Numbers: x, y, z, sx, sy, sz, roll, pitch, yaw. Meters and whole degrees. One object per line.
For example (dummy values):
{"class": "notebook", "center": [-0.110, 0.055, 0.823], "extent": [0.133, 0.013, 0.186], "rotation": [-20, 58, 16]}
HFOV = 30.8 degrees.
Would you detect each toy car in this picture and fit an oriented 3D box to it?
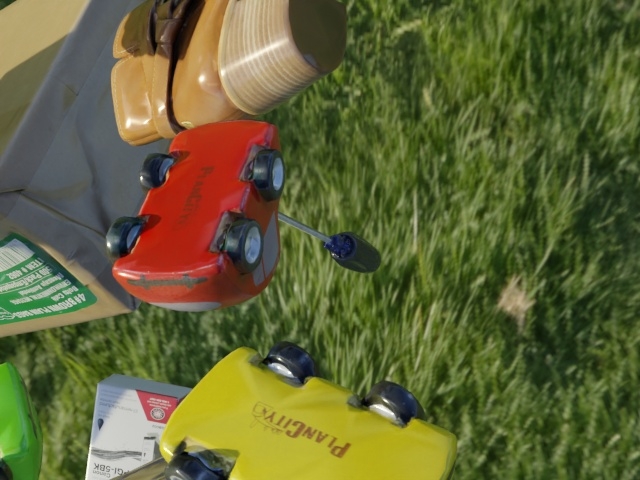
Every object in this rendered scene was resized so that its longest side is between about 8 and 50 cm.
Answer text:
{"class": "toy car", "center": [-0.085, 0.064, 0.426], "extent": [0.225, 0.053, 0.239], "rotation": [-23, 40, -6]}

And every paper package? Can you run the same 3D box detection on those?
{"class": "paper package", "center": [-0.261, -0.076, 1.068], "extent": [0.168, 0.324, 0.310], "rotation": [40, 55, -32]}

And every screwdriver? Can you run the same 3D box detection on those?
{"class": "screwdriver", "center": [0.000, 0.000, 0.718], "extent": [0.024, 0.170, 0.025], "rotation": [-22, 74, 19]}

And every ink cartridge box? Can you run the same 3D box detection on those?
{"class": "ink cartridge box", "center": [-0.205, 0.228, 1.305], "extent": [0.099, 0.056, 0.135], "rotation": [9, 97, 10]}

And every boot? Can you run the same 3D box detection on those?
{"class": "boot", "center": [-0.050, -0.150, 0.645], "extent": [0.073, 0.152, 0.197], "rotation": [33, 55, -36]}

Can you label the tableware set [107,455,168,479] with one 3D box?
{"class": "tableware set", "center": [-0.198, 0.245, 1.009], "extent": [0.194, 0.128, 0.039], "rotation": [-23, 92, -15]}
